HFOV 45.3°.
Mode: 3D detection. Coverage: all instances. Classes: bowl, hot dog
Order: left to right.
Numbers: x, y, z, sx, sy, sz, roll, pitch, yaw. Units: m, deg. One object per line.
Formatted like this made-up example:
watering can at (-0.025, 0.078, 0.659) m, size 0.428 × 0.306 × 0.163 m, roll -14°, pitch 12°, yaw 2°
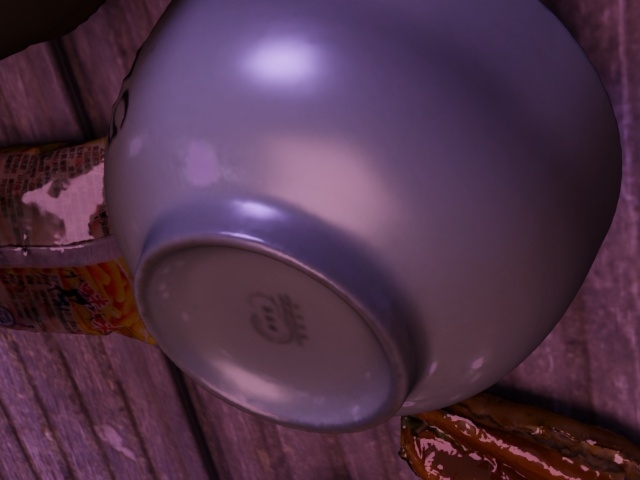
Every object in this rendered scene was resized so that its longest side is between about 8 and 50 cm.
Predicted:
bowl at (0.000, 0.000, 0.502) m, size 0.354 × 0.185 × 0.354 m, roll 16°, pitch 137°, yaw 15°
hot dog at (0.195, 0.196, 0.646) m, size 0.269 × 0.072 × 0.115 m, roll 25°, pitch 125°, yaw 11°

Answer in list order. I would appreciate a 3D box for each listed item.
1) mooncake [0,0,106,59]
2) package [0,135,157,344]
mooncake at (-0.297, -0.289, 0.460) m, size 0.393 × 0.246 × 0.394 m, roll 10°, pitch 126°, yaw 39°
package at (-0.256, 0.006, 0.714) m, size 0.288 × 0.108 × 0.223 m, roll 1°, pitch 120°, yaw 20°
